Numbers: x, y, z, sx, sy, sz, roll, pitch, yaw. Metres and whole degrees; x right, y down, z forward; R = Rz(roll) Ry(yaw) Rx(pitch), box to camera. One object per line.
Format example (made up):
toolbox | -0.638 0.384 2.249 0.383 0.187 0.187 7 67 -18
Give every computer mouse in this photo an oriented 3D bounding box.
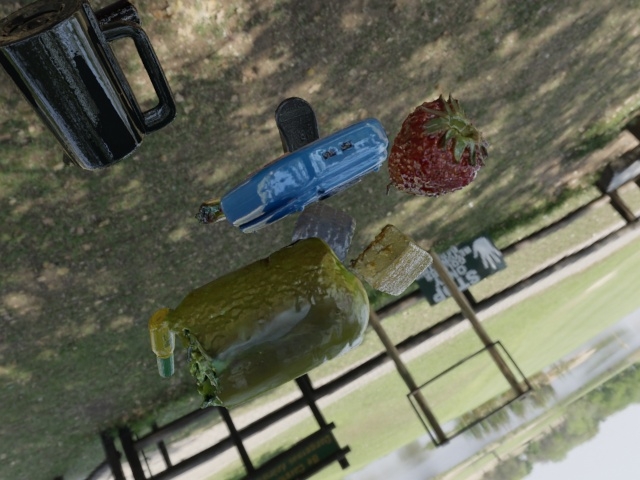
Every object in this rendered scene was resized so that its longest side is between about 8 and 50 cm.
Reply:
computer mouse | -0.075 -0.363 2.005 0.147 0.088 0.264 -18 111 -11

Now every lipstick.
lipstick | -0.559 -0.466 1.358 0.299 0.081 0.081 -34 155 -15

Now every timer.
timer | -0.032 -0.127 1.188 0.309 0.115 0.340 -31 -174 -31

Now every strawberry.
strawberry | 0.316 -0.238 1.733 0.292 0.292 0.343 -9 155 -39

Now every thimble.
thimble | 0.000 0.000 1.695 0.205 0.172 0.236 114 -2 -51

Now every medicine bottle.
medicine bottle | -0.466 0.314 1.742 0.095 0.064 0.261 -65 166 -49

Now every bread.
bread | 0.217 0.063 1.746 0.185 0.114 0.274 -47 153 10
bread | -0.095 0.148 1.131 0.376 0.251 0.208 -23 166 -9

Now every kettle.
kettle | -0.484 -0.333 1.211 0.262 0.203 0.308 -46 138 -24

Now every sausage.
sausage | -0.256 -0.112 1.780 0.082 0.082 0.371 -49 166 31
